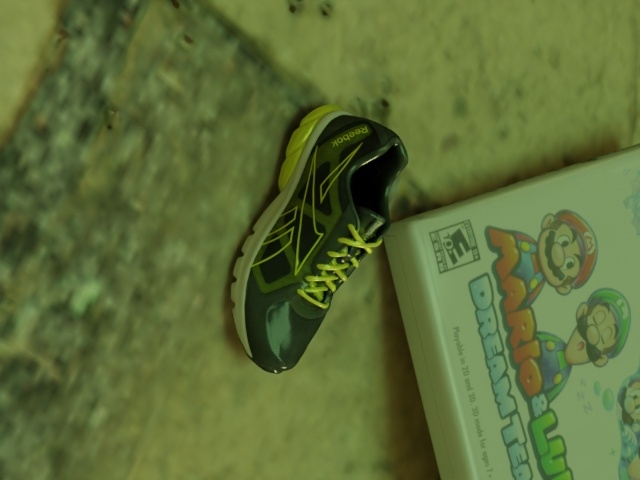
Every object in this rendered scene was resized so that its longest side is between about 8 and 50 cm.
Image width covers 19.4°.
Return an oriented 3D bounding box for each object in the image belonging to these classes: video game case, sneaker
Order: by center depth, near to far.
[{"bbox_3d":[0.000,0.000,0.554,0.031,0.035,0.083,21,83,-48],"label":"sneaker"},{"bbox_3d":[0.093,0.054,0.648,0.143,0.019,0.157,-17,95,-40],"label":"video game case"}]
